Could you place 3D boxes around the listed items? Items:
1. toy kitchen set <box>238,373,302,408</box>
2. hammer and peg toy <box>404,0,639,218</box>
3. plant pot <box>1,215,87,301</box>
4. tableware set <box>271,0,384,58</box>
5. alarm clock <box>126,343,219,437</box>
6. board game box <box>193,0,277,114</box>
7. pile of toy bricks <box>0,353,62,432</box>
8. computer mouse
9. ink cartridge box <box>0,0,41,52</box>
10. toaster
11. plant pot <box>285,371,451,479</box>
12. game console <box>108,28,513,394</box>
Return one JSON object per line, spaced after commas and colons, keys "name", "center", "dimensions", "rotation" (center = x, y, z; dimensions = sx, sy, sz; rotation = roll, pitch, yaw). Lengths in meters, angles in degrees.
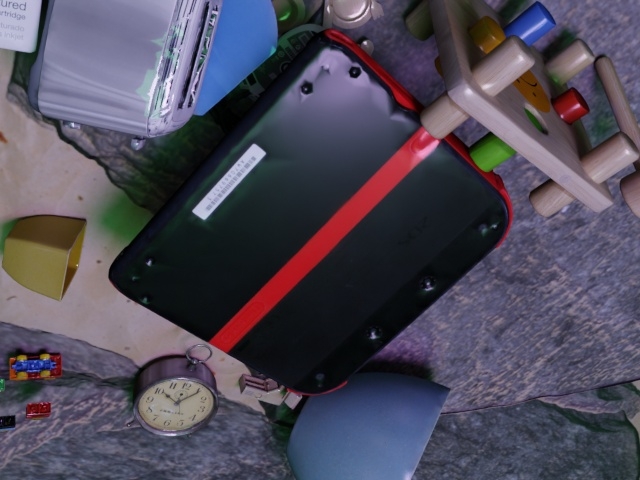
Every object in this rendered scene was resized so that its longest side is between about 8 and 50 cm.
{"name": "toy kitchen set", "center": [-0.075, 0.229, 1.109], "dimensions": [0.075, 0.068, 0.083], "rotation": [22, 116, -26]}
{"name": "hammer and peg toy", "center": [0.260, -0.159, 0.817], "dimensions": [0.361, 0.265, 0.127], "rotation": [28, 131, -30]}
{"name": "plant pot", "center": [-0.357, 0.016, 0.889], "dimensions": [0.083, 0.081, 0.081], "rotation": [15, 120, -11]}
{"name": "tableware set", "center": [-0.004, -0.239, 0.830], "dimensions": [0.169, 0.020, 0.141], "rotation": [-12, 126, -5]}
{"name": "alarm clock", "center": [-0.217, 0.227, 1.077], "dimensions": [0.129, 0.064, 0.192], "rotation": [19, 120, -24]}
{"name": "board game box", "center": [-0.123, -0.226, 0.779], "dimensions": [0.169, 0.033, 0.133], "rotation": [-37, 84, 17]}
{"name": "pile of toy bricks", "center": [-0.487, 0.221, 0.996], "dimensions": [0.212, 0.118, 0.105], "rotation": [2, 157, -25]}
{"name": "computer mouse", "center": [-0.059, -0.194, 0.818], "dimensions": [0.193, 0.042, 0.106], "rotation": [-25, 123, 26]}
{"name": "ink cartridge box", "center": [-0.342, -0.329, 0.612], "dimensions": [0.197, 0.114, 0.272], "rotation": [3, 123, -28]}
{"name": "toaster", "center": [-0.192, -0.211, 0.709], "dimensions": [0.147, 0.129, 0.226], "rotation": [18, 103, -1]}
{"name": "plant pot", "center": [0.061, 0.328, 1.115], "dimensions": [0.196, 0.290, 0.290], "rotation": [24, 123, 15]}
{"name": "game console", "center": [0.000, 0.000, 0.815], "dimensions": [0.342, 0.060, 0.386], "rotation": [36, 109, -25]}
